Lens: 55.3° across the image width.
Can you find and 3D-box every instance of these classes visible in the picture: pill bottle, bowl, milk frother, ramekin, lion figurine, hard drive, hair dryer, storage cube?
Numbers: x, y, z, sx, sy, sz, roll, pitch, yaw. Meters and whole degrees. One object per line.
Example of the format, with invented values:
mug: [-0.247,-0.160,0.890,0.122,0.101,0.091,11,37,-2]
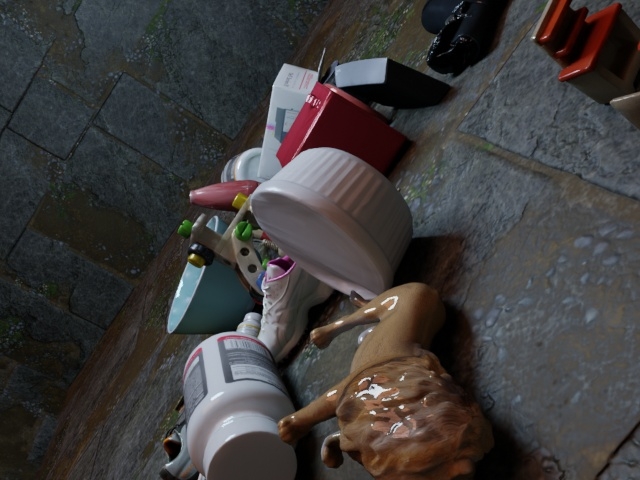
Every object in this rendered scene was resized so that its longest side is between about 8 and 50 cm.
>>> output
pill bottle: [-0.156,0.217,1.329,0.065,0.065,0.116,-40,26,41]
pill bottle: [-0.133,0.287,1.002,0.176,0.176,0.318,-56,19,4]
pill bottle: [-0.238,-0.215,2.045,0.162,0.162,0.278,-61,19,-10]
bowl: [-0.249,0.109,1.534,0.312,0.163,0.312,-55,22,35]
milk frother: [0.095,-0.429,1.609,0.143,0.134,0.129,-60,20,-8]
ramekin: [0.027,-0.032,0.997,0.127,0.273,0.273,-52,17,-21]
lion figurine: [0.091,0.144,0.749,0.240,0.142,0.392,-36,24,31]
hard drive: [0.141,-0.333,1.309,0.254,0.172,0.054,27,100,65]
hair dryer: [-0.203,-0.068,1.577,0.223,0.293,0.080,-40,41,32]
storage cube: [0.034,-0.200,1.301,0.193,0.215,0.184,-59,19,13]

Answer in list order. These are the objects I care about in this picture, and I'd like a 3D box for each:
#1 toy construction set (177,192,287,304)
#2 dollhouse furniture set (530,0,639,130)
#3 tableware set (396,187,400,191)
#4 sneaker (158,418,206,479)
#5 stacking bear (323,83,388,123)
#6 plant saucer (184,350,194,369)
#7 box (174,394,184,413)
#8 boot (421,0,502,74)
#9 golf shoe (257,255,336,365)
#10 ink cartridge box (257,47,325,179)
toy construction set: [-0.170,-0.015,1.340,0.309,0.237,0.258,111,-179,-86]
dollhouse furniture set: [0.372,-0.238,0.653,0.262,0.135,0.259,-62,20,-13]
tableware set: [0.092,-0.048,1.202,0.154,0.024,0.104,-60,19,-5]
sneaker: [-0.261,0.394,1.252,0.100,0.108,0.271,-53,18,20]
stacking bear: [0.006,-0.213,1.480,0.289,0.164,0.175,-59,19,8]
plant saucer: [-0.349,0.333,1.692,0.083,0.013,0.083,-47,23,27]
box: [-0.273,0.309,1.443,0.164,0.021,0.201,-57,2,0]
boot: [0.265,-0.437,1.273,0.246,0.094,0.207,-4,52,59]
golf shoe: [-0.071,0.111,1.180,0.306,0.140,0.115,-56,20,10]
ink cartridge box: [-0.082,-0.363,1.735,0.207,0.119,0.354,-80,4,-58]
